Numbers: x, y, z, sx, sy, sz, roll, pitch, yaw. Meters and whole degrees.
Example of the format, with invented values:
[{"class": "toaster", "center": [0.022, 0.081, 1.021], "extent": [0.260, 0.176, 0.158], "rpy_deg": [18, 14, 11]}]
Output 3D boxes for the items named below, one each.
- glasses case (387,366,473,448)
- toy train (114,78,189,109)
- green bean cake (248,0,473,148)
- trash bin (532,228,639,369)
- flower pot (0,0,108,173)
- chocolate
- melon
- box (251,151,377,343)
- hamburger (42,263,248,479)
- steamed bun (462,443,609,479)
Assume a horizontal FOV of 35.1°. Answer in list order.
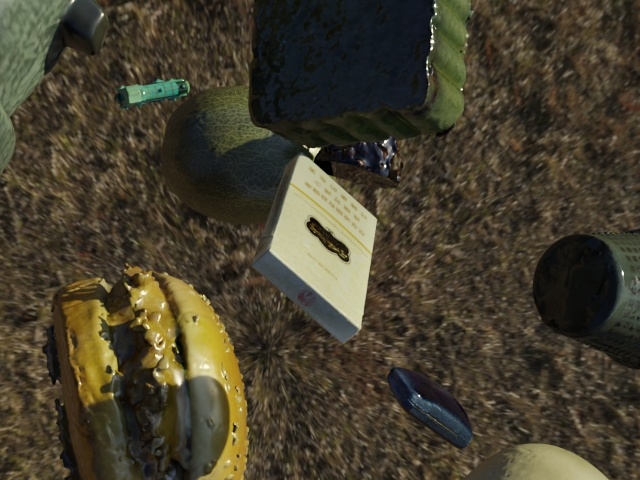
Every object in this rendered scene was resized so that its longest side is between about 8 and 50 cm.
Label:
[{"class": "glasses case", "center": [0.070, 0.101, 0.625], "extent": [0.023, 0.083, 0.033], "rpy_deg": [-38, 47, 9]}, {"class": "toy train", "center": [-0.197, -0.175, 1.190], "extent": [0.092, 0.045, 0.029], "rpy_deg": [-15, 96, -31]}, {"class": "green bean cake", "center": [0.036, -0.172, 0.875], "extent": [0.181, 0.094, 0.173], "rpy_deg": [-4, 74, 30]}, {"class": "trash bin", "center": [0.339, 0.059, 1.189], "extent": [0.161, 0.175, 0.175], "rpy_deg": [12, 82, -39]}, {"class": "flower pot", "center": [-0.356, -0.159, 0.853], "extent": [0.299, 0.299, 0.282], "rpy_deg": [31, 68, 1]}, {"class": "chocolate", "center": [0.075, -0.164, 1.604], "extent": [0.156, 0.156, 0.133], "rpy_deg": [18, 84, -1]}, {"class": "melon", "center": [-0.121, -0.145, 1.744], "extent": [0.302, 0.237, 0.237], "rpy_deg": [6, 83, -11]}, {"class": "box", "center": [0.000, 0.000, 0.771], "extent": [0.090, 0.167, 0.024], "rpy_deg": [41, 116, -15]}, {"class": "hamburger", "center": [-0.249, 0.197, 1.461], "extent": [0.268, 0.287, 0.445], "rpy_deg": [-5, 53, -19]}, {"class": "steamed bun", "center": [0.246, 0.408, 1.288], "extent": [0.206, 0.324, 0.324], "rpy_deg": [28, 82, 30]}]
